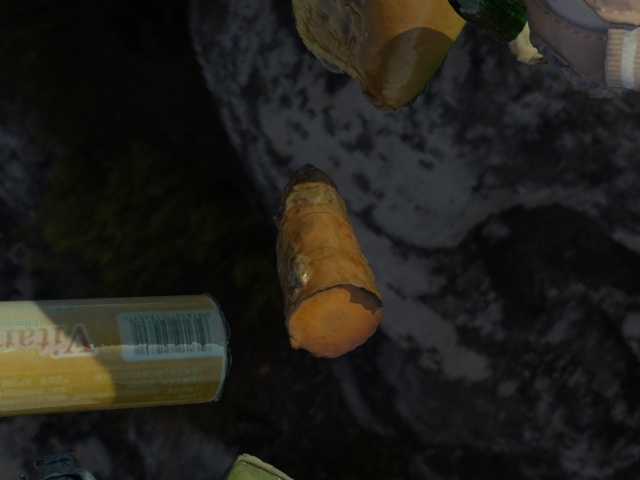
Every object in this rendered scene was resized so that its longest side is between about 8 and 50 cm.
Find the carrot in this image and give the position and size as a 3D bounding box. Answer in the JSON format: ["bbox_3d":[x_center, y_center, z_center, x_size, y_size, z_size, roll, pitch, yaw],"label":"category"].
[{"bbox_3d":[0.000,0.000,1.480,0.102,0.263,0.102,-4,129,-5],"label":"carrot"}]

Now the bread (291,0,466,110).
[{"bbox_3d":[0.051,-0.259,1.393,0.174,0.133,0.252,45,116,38],"label":"bread"}]

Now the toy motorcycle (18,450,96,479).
[{"bbox_3d":[-0.286,0.349,1.735,0.260,0.154,0.206,145,111,-81],"label":"toy motorcycle"}]

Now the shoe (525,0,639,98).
[{"bbox_3d":[0.177,-0.208,0.843,0.172,0.351,0.198,1,112,24],"label":"shoe"}]

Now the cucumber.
[{"bbox_3d":[0.139,-0.206,1.287,0.048,0.105,0.048,-10,74,36],"label":"cucumber"}]

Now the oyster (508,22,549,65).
[{"bbox_3d":[0.386,-0.335,1.983,0.238,0.351,0.115,8,125,14],"label":"oyster"}]

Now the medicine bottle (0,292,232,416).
[{"bbox_3d":[-0.280,0.096,1.147,0.108,0.426,0.108,0,90,63],"label":"medicine bottle"}]

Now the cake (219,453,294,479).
[{"bbox_3d":[-0.064,0.342,1.198,0.158,0.283,0.172,29,120,-8],"label":"cake"}]
